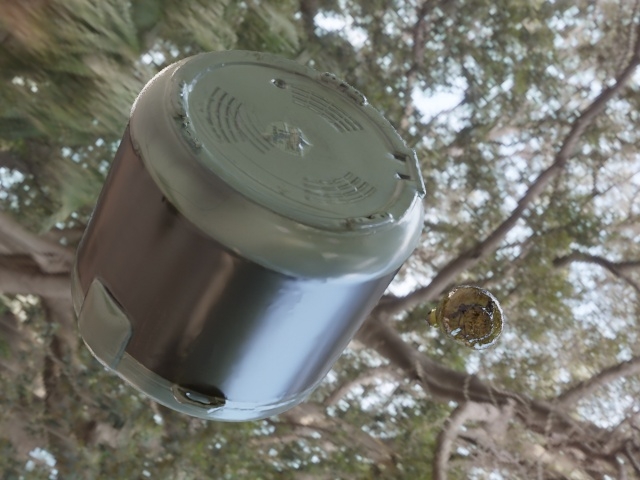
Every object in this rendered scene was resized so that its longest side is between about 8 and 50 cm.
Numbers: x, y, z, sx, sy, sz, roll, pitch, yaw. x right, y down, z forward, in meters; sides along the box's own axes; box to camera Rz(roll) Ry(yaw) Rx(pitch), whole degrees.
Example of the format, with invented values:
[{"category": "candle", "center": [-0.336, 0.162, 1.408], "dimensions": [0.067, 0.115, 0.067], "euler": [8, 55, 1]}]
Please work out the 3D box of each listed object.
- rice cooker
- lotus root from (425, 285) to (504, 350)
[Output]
[{"category": "rice cooker", "center": [-0.085, 0.000, 1.034], "dimensions": [0.335, 0.335, 0.325], "euler": [-96, -152, -46]}, {"category": "lotus root", "center": [0.231, 0.123, 1.587], "dimensions": [0.094, 0.108, 0.191], "euler": [-30, -174, -11]}]
